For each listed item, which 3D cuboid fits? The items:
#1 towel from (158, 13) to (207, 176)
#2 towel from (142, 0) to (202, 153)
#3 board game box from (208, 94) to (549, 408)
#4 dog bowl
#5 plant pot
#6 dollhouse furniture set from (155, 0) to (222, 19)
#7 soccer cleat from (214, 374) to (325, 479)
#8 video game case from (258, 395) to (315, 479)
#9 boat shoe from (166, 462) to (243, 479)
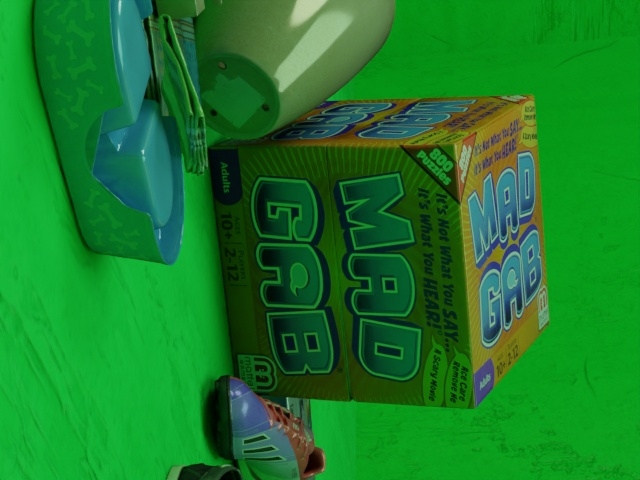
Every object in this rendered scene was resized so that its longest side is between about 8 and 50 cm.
[{"bbox_3d":[-0.136,-0.136,1.368,0.152,0.023,0.113,99,-29,-72],"label":"towel"},{"bbox_3d":[-0.182,-0.278,1.569,0.271,0.040,0.370,-22,106,-85],"label":"towel"},{"bbox_3d":[0.096,0.002,2.025,0.356,0.356,0.356,-32,120,-61],"label":"board game box"},{"bbox_3d":[-0.184,-0.112,1.263,0.166,0.074,0.297,-85,170,-54],"label":"dog bowl"},{"bbox_3d":[-0.063,-0.254,1.845,0.274,0.256,0.256,-63,152,-47],"label":"plant pot"},{"bbox_3d":[-0.088,-0.308,1.524,0.182,0.161,0.101,-80,163,-72],"label":"dollhouse furniture set"},{"bbox_3d":[-0.068,0.251,1.874,0.318,0.116,0.108,74,14,-64],"label":"soccer cleat"},{"bbox_3d":[-0.052,0.358,2.203,0.244,0.061,0.269,-3,90,-82],"label":"video game case"},{"bbox_3d":[-0.129,0.307,1.471,0.233,0.079,0.084,-78,165,-63],"label":"boat shoe"}]
